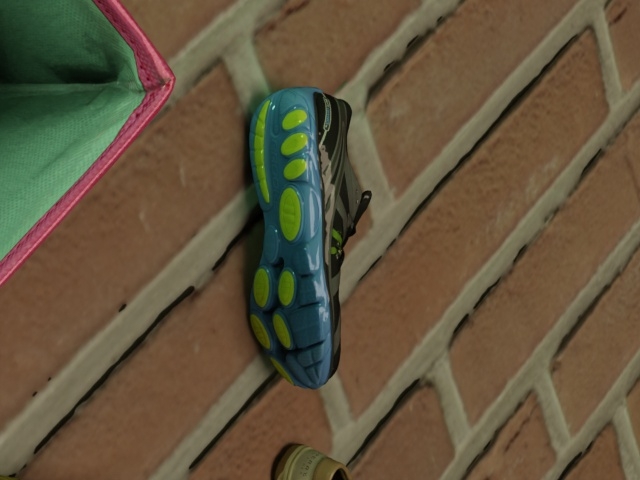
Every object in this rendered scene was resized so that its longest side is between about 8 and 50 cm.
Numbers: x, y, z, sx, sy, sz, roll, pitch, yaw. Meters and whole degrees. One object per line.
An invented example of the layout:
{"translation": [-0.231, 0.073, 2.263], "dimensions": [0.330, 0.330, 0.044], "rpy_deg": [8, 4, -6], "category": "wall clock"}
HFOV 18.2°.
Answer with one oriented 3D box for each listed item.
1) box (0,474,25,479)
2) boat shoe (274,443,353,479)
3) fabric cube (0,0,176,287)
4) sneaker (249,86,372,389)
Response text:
{"translation": [-0.100, 0.196, 1.141], "dimensions": [0.232, 0.058, 0.087], "rpy_deg": [23, 79, -53], "category": "box"}
{"translation": [0.012, 0.190, 1.295], "dimensions": [0.050, 0.045, 0.135], "rpy_deg": [-53, 135, -31], "category": "boat shoe"}
{"translation": [-0.258, -0.055, 0.640], "dimensions": [0.254, 0.258, 0.259], "rpy_deg": [-49, 117, -20], "category": "fabric cube"}
{"translation": [0.000, 0.000, 1.221], "dimensions": [0.078, 0.067, 0.188], "rpy_deg": [-9, 101, -45], "category": "sneaker"}
